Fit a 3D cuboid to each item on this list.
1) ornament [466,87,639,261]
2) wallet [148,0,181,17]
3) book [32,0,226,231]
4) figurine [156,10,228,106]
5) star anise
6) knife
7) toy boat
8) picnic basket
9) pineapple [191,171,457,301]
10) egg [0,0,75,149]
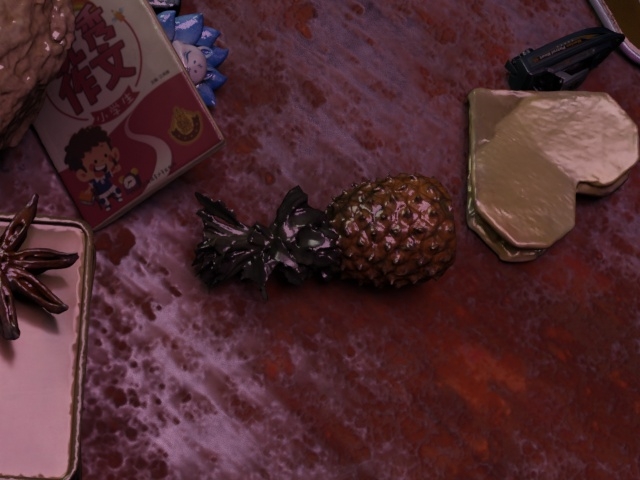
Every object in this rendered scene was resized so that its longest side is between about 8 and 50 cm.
[{"bbox_3d":[0.214,-0.091,1.677,0.201,0.059,0.180,-40,79,-22],"label":"ornament"},{"bbox_3d":[-0.226,-0.405,1.700,0.191,0.046,0.379,7,66,-12],"label":"wallet"},{"bbox_3d":[-0.208,-0.147,1.568,0.162,0.022,0.232,-32,78,13],"label":"book"},{"bbox_3d":[-0.133,-0.175,1.613,0.114,0.079,0.114,0,90,-30],"label":"figurine"},{"bbox_3d":[-0.269,0.025,1.363,0.141,0.042,0.141,5,64,-12],"label":"star anise"},{"bbox_3d":[0.296,-0.326,1.806,0.061,0.027,0.343,-20,74,-24],"label":"knife"},{"bbox_3d":[0.267,-0.192,1.729,0.141,0.055,0.060,-25,69,-22],"label":"toy boat"},{"bbox_3d":[-0.285,0.111,1.426,0.165,0.139,0.266,5,68,-12],"label":"picnic basket"},{"bbox_3d":[0.000,0.000,1.561,0.251,0.125,0.125,-4,70,-9],"label":"pineapple"},{"bbox_3d":[-0.360,-0.190,1.468,0.279,0.279,0.310,36,61,2],"label":"egg"}]
